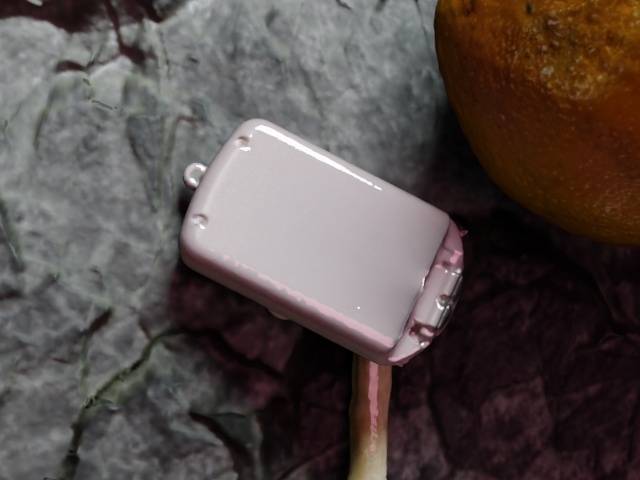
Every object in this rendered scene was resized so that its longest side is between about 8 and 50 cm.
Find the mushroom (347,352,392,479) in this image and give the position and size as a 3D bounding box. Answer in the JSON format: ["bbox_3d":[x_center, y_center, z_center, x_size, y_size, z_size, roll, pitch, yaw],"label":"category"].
[{"bbox_3d":[0.024,0.110,0.718,0.061,0.060,0.187,3,77,-10],"label":"mushroom"}]

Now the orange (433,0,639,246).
[{"bbox_3d":[0.198,-0.118,0.709,0.264,0.264,0.264,2,86,-25],"label":"orange"}]

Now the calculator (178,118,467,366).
[{"bbox_3d":[0.000,0.000,0.698,0.175,0.032,0.100,27,71,-2],"label":"calculator"}]
